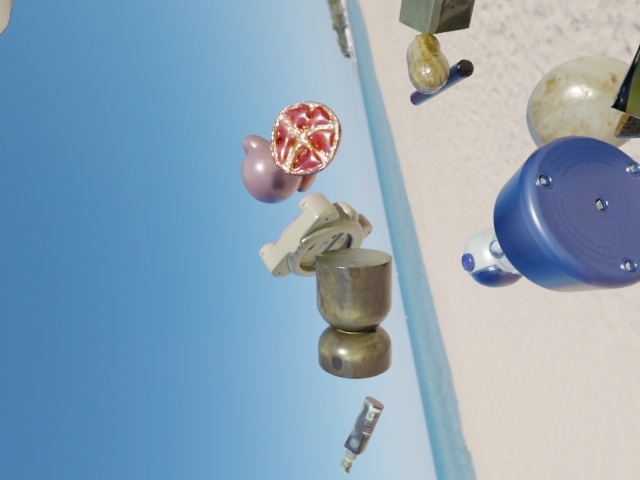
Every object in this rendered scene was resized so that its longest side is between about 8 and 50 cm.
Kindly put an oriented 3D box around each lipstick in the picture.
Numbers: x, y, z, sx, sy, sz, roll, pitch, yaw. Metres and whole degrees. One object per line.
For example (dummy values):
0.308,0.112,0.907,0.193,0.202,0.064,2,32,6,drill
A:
0.375,-0.495,1.440,0.357,0.057,0.057,-165,62,-78,lipstick

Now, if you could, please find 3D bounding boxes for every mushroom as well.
0.754,-0.373,1.297,0.290,0.298,0.297,-25,-75,-55,mushroom

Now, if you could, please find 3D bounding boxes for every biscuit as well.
0.644,-0.243,0.889,0.019,0.130,0.119,35,-145,-35,biscuit

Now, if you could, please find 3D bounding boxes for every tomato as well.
-0.021,-0.201,0.917,0.069,0.156,0.155,6,-107,-67,tomato

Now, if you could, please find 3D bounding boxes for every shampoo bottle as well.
0.107,0.530,1.230,0.207,0.057,0.063,-68,-19,5,shampoo bottle

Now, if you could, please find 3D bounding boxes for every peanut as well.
0.270,-0.449,1.147,0.108,0.095,0.225,30,-138,-31,peanut

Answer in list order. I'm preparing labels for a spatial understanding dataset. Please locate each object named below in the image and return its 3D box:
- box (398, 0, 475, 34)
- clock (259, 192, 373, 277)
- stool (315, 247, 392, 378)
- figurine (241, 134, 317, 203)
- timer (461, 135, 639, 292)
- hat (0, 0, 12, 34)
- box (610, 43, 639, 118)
0.328,-0.702,1.227,0.155,0.149,0.231,53,152,41,box
0.000,0.000,1.373,0.309,0.284,0.114,7,-140,-52,clock
0.079,0.162,1.061,0.179,0.179,0.264,-66,-25,-75,stool
-0.158,-0.236,1.610,0.269,0.262,0.211,86,-167,-63,figurine
0.420,0.001,0.903,0.383,0.271,0.270,121,143,-68,timer
-0.671,-0.437,0.743,0.161,0.275,0.231,23,102,62,hat
0.660,-0.437,0.683,0.138,0.420,0.373,35,165,28,box
